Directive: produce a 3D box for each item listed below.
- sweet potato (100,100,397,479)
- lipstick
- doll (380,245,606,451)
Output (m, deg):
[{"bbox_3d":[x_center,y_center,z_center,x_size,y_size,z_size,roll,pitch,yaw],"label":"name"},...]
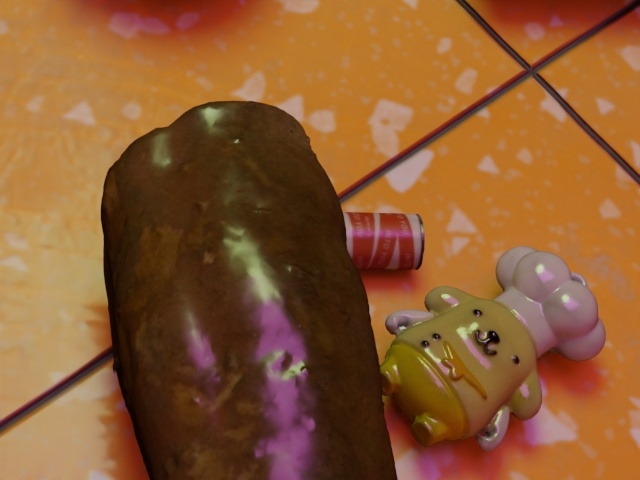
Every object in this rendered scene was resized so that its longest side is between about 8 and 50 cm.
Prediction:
[{"bbox_3d":[-0.033,0.100,0.803,0.157,0.158,0.370,-8,62,-15],"label":"sweet potato"},{"bbox_3d":[0.000,0.000,0.928,0.130,0.038,0.038,1,61,-11],"label":"lipstick"},{"bbox_3d":[0.109,0.065,0.901,0.162,0.062,0.106,-32,76,-26],"label":"doll"}]
